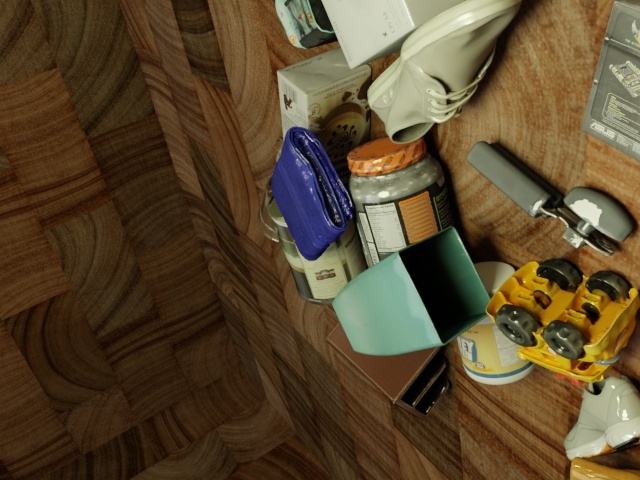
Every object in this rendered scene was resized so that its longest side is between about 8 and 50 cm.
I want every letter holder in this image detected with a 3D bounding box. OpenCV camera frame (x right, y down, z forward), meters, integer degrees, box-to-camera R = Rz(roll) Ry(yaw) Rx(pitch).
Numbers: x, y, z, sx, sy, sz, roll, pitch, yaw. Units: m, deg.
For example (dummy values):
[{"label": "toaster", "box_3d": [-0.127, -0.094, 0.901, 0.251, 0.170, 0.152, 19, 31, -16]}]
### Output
[{"label": "letter holder", "box_3d": [0.199, 0.277, 1.680, 0.152, 0.214, 0.302, 39, 178, -42]}]

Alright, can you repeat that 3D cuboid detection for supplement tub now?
[{"label": "supplement tub", "box_3d": [0.167, -0.042, 1.288, 0.194, 0.194, 0.315, 22, 134, 59]}, {"label": "supplement tub", "box_3d": [0.325, 0.155, 1.223, 0.144, 0.144, 0.199, 22, 134, 59]}]

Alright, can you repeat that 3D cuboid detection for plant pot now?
[{"label": "plant pot", "box_3d": [0.145, 0.107, 1.150, 0.234, 0.166, 0.165, -30, 84, 48]}, {"label": "plant pot", "box_3d": [-0.095, -0.104, 1.834, 0.167, 0.167, 0.165, 54, 157, 22]}]

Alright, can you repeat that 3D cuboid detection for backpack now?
[{"label": "backpack", "box_3d": [-0.003, -0.467, 1.217, 0.144, 0.166, 0.188, -5, 108, 57]}]

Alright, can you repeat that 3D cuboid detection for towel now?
[{"label": "towel", "box_3d": [-0.020, -0.090, 1.359, 0.227, 0.076, 0.308, 66, 164, 8]}]

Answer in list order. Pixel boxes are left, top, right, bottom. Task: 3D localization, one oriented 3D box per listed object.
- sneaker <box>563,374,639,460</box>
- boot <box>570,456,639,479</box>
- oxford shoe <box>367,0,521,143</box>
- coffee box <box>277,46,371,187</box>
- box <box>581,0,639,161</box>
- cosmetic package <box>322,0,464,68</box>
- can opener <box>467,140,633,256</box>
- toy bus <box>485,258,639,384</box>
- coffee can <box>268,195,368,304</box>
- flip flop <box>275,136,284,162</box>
[{"label": "sneaker", "box_3d": [0.493, 0.307, 1.125, 0.262, 0.099, 0.120, 102, 157, -62]}, {"label": "boot", "box_3d": [0.546, 0.500, 1.108, 0.211, 0.104, 0.295, 5, 124, 47]}, {"label": "oxford shoe", "box_3d": [0.195, -0.261, 1.017, 0.130, 0.169, 0.449, 67, 166, 3]}, {"label": "coffee box", "box_3d": [0.013, -0.250, 1.430, 0.119, 0.168, 0.297, 46, 154, 36]}, {"label": "box", "box_3d": [0.429, -0.163, 0.748, 0.231, 0.056, 0.183, 44, 151, 39]}, {"label": "cosmetic package", "box_3d": [0.104, -0.434, 1.058, 0.223, 0.138, 0.225, 66, 159, -7]}, {"label": "can opener", "box_3d": [0.359, -0.082, 1.011, 0.283, 0.076, 0.095, 49, 122, 32]}, {"label": "toy bus", "box_3d": [0.415, 0.159, 1.055, 0.220, 0.149, 0.211, 16, 142, 58]}, {"label": "coffee can", "box_3d": [0.000, 0.000, 1.662, 0.201, 0.202, 0.275, 37, 153, 47]}, {"label": "flip flop", "box_3d": [-0.088, -0.244, 1.776, 0.112, 0.080, 0.277, 61, 158, 5]}]
